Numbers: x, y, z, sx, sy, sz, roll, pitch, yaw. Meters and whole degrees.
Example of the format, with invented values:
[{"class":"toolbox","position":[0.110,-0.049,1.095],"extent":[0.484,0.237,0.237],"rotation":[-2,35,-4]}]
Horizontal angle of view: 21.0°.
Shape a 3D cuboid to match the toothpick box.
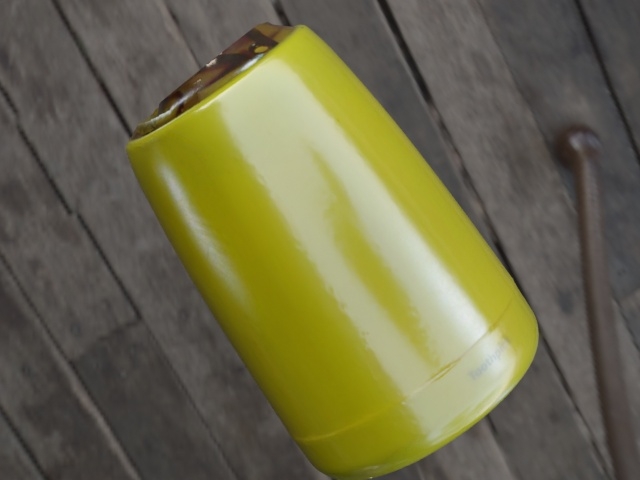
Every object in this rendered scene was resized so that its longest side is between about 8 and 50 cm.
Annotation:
[{"class":"toothpick box","position":[0.000,0.000,1.095],"extent":[0.175,0.175,0.271],"rotation":[-33,100,6]}]
